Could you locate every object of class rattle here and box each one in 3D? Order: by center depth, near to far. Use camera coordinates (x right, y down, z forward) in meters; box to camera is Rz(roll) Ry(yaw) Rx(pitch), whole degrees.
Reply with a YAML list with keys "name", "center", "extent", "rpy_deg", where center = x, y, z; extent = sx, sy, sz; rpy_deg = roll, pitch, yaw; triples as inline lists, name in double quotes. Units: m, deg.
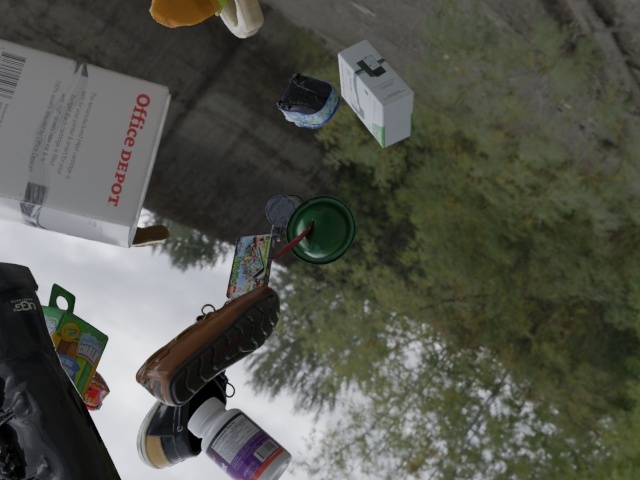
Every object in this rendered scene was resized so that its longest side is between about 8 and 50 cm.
- name: "rattle"
  center: [-0.164, -0.314, 0.911]
  extent: [0.199, 0.143, 0.130]
  rpy_deg: [39, 170, 51]

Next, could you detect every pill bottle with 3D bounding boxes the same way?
- name: "pill bottle"
  center: [-0.159, 0.392, 1.326]
  extent: [0.193, 0.108, 0.108]
  rpy_deg: [36, -172, 19]

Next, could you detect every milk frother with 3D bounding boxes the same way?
- name: "milk frother"
  center: [-0.061, -0.059, 1.855]
  extent: [0.143, 0.129, 0.135]
  rpy_deg: [0, -175, 11]

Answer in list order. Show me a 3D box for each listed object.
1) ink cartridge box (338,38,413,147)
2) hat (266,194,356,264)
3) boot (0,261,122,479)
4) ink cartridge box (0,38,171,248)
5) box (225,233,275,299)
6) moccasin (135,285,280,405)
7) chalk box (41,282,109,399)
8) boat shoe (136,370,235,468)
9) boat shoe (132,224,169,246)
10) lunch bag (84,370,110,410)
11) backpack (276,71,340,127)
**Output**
- name: "ink cartridge box"
  center: [0.130, -0.350, 1.643]
  extent: [0.208, 0.086, 0.153]
  rpy_deg: [57, 168, 31]
- name: "hat"
  center: [0.000, 0.000, 1.658]
  extent: [0.173, 0.208, 0.183]
  rpy_deg: [41, -175, -11]
- name: "boot"
  center: [-0.429, 0.311, 0.917]
  extent: [0.146, 0.367, 0.445]
  rpy_deg: [-5, -122, -57]
- name: "ink cartridge box"
  center: [-0.356, -0.124, 0.889]
  extent: [0.283, 0.207, 0.117]
  rpy_deg: [14, 160, -12]
- name: "box"
  center: [-0.201, 0.079, 2.009]
  extent: [0.036, 0.114, 0.207]
  rpy_deg: [65, -156, -50]
- name: "moccasin"
  center: [-0.233, 0.213, 1.508]
  extent: [0.147, 0.380, 0.139]
  rpy_deg: [17, 133, 35]
- name: "chalk box"
  center: [-0.609, 0.243, 1.532]
  extent: [0.179, 0.289, 0.180]
  rpy_deg: [8, 157, 22]
- name: "boat shoe"
  center: [-0.316, 0.387, 1.846]
  extent: [0.500, 0.156, 0.187]
  rpy_deg: [-68, -38, -52]
- name: "boat shoe"
  center: [-0.495, -0.006, 1.864]
  extent: [0.170, 0.059, 0.063]
  rpy_deg: [-1, -114, -37]
- name: "lunch bag"
  center: [-0.894, 0.490, 2.453]
  extent: [0.293, 0.120, 0.258]
  rpy_deg: [40, 170, -36]
- name: "backpack"
  center: [-0.017, -0.297, 1.494]
  extent: [0.114, 0.105, 0.084]
  rpy_deg: [18, 163, 33]
